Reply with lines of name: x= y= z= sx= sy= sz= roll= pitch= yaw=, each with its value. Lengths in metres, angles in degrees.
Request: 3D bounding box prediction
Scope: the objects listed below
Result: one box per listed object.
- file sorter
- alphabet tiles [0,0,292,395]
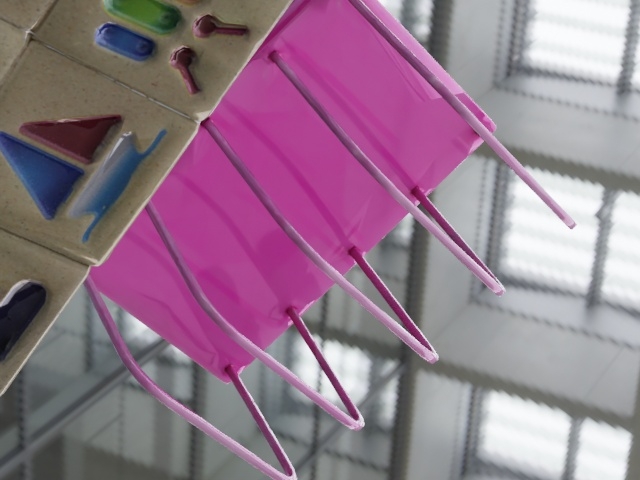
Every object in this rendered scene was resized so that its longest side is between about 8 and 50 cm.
file sorter: x=0.000 y=0.000 z=1.204 sx=0.290 sy=0.182 sz=0.202 roll=-44 pitch=-50 yaw=6
alphabet tiles: x=-0.185 y=-0.081 z=0.423 sx=0.342 sy=0.011 sz=0.285 roll=26 pitch=-66 yaw=-28
